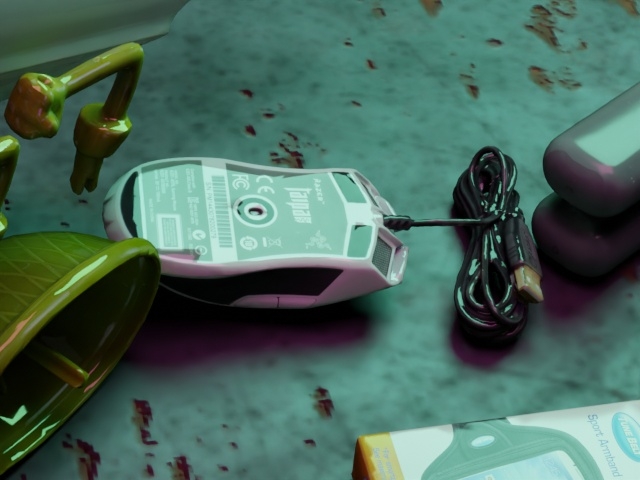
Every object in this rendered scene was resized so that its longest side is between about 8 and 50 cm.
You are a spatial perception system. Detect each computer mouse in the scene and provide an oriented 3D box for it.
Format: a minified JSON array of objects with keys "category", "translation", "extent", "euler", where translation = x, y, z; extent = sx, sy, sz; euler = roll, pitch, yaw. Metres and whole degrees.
[{"category":"computer mouse","translation":[0.000,0.000,0.723],"extent":[0.193,0.042,0.106],"euler":[3,48,-12]}]

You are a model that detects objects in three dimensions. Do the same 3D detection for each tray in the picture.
[{"category":"tray","translation":[-0.148,-0.056,0.566],"extent":[0.145,0.030,0.270],"euler":[-18,5,31]}]

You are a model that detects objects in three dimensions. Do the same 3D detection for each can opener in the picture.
[{"category":"can opener","translation":[0.224,-0.061,0.784],"extent":[0.283,0.076,0.095],"euler":[-33,55,-32]}]

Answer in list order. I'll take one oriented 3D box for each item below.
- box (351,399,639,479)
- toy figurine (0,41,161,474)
[{"category":"box","translation":[0.087,0.104,0.633],"extent":[0.136,0.028,0.081],"euler":[-8,45,-11]},{"category":"toy figurine","translation":[-0.241,0.044,0.554],"extent":[0.217,0.191,0.362],"euler":[22,45,23]}]
